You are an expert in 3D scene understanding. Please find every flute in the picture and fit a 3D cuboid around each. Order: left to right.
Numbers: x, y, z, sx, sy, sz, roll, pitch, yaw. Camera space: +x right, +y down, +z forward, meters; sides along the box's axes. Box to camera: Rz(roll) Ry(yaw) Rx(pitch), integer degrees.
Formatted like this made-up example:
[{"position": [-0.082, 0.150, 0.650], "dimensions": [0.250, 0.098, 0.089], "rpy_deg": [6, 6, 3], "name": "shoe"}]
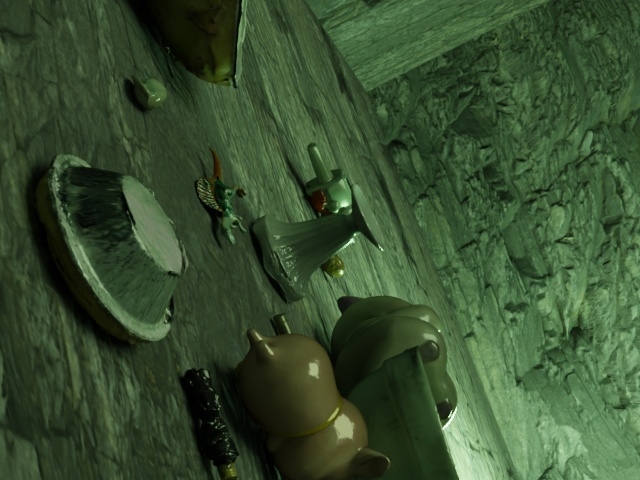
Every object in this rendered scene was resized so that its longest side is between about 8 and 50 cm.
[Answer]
[{"position": [-0.021, 0.224, 1.861], "dimensions": [0.233, 0.027, 0.027], "rpy_deg": [65, 11, 4], "name": "flute"}]

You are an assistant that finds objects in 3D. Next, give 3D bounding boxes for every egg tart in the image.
[{"position": [-0.218, 0.001, 1.278], "dimensions": [0.234, 0.094, 0.234], "rpy_deg": [57, 14, -23], "name": "egg tart"}]

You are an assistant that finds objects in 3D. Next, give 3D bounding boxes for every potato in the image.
[{"position": [-0.218, -0.413, 1.986], "dimensions": [0.246, 0.196, 0.300], "rpy_deg": [104, -11, -87], "name": "potato"}, {"position": [0.016, 0.040, 2.381], "dimensions": [0.092, 0.045, 0.046], "rpy_deg": [57, 12, -20], "name": "potato"}]

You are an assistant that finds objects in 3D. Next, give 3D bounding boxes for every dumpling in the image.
[{"position": [-0.257, -0.222, 1.719], "dimensions": [0.059, 0.043, 0.077], "rpy_deg": [49, 26, 6], "name": "dumpling"}]

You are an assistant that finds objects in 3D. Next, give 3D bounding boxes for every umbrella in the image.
[{"position": [-0.127, 0.216, 1.366], "dimensions": [0.040, 0.037, 0.144], "rpy_deg": [72, -4, -62], "name": "umbrella"}]

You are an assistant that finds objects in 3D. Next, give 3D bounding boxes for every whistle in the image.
[{"position": [0.025, -0.100, 2.584], "dimensions": [0.101, 0.105, 0.253], "rpy_deg": [23, -39, 58], "name": "whistle"}]

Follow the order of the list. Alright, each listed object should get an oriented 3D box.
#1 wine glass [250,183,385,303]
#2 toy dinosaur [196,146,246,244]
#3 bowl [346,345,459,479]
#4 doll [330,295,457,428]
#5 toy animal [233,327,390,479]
[{"position": [0.000, 0.000, 2.016], "dimensions": [0.165, 0.196, 0.165], "rpy_deg": [60, 14, -26], "name": "wine glass"}, {"position": [-0.163, -0.072, 1.837], "dimensions": [0.106, 0.044, 0.187], "rpy_deg": [0, 65, -61], "name": "toy dinosaur"}, {"position": [0.122, 0.327, 1.731], "dimensions": [0.307, 0.163, 0.307], "rpy_deg": [-20, 90, -87], "name": "bowl"}, {"position": [0.123, 0.215, 2.021], "dimensions": [0.215, 0.226, 0.370], "rpy_deg": [63, 11, -13], "name": "doll"}, {"position": [-0.030, 0.219, 1.539], "dimensions": [0.248, 0.149, 0.165], "rpy_deg": [54, 8, -27], "name": "toy animal"}]
